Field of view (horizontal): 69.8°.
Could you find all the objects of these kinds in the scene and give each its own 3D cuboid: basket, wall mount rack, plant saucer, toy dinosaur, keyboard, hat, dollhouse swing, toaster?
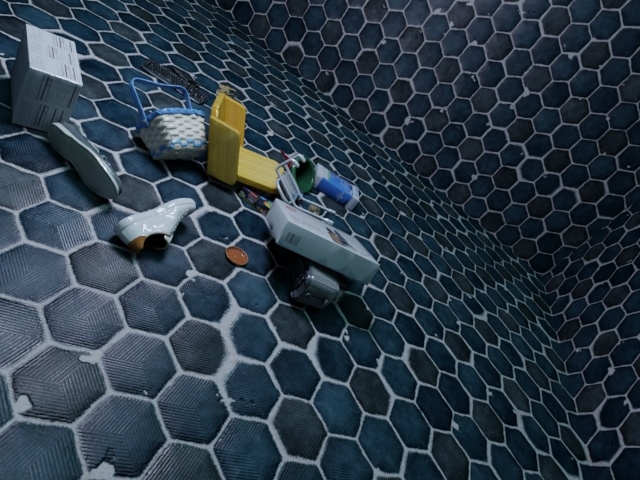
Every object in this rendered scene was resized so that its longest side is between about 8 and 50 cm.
[{"bbox_3d":[-0.559,-0.445,1.692,0.254,0.201,0.289,-13,89,-56],"label":"basket"},{"bbox_3d":[-0.063,-0.196,1.888,0.304,0.130,0.350,62,12,-11],"label":"wall mount rack"},{"bbox_3d":[-0.284,0.053,1.550,0.083,0.013,0.084,29,30,-19],"label":"plant saucer"},{"bbox_3d":[-0.494,-0.803,2.444,0.092,0.053,0.183,33,30,-9],"label":"toy dinosaur"},{"bbox_3d":[-0.683,-0.774,2.209,0.317,0.033,0.202,31,30,-18],"label":"keyboard"},{"bbox_3d":[-0.143,-0.320,2.213,0.209,0.183,0.173,-57,134,-38],"label":"hat"},{"bbox_3d":[-0.284,-0.397,1.870,0.304,0.315,0.347,7,30,-8],"label":"dollhouse swing"},{"bbox_3d":[-0.028,0.137,1.618,0.146,0.129,0.227,28,24,-27],"label":"toaster"}]

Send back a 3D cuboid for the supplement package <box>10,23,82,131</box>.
[{"bbox_3d":[-0.867,-0.501,1.441,0.145,0.204,0.262,11,40,-43],"label":"supplement package"}]

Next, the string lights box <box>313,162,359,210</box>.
[{"bbox_3d":[0.073,-0.275,2.349,0.259,0.077,0.133,30,31,-17],"label":"string lights box"}]

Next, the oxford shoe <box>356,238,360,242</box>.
[{"bbox_3d":[0.146,0.061,2.002,0.076,0.076,0.212,63,19,-22],"label":"oxford shoe"}]

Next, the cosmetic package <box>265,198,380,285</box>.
[{"bbox_3d":[0.000,0.000,1.667,0.377,0.098,0.284,26,10,-22],"label":"cosmetic package"}]

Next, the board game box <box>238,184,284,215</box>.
[{"bbox_3d":[-0.238,-0.187,1.898,0.141,0.048,0.170,40,29,-2],"label":"board game box"}]

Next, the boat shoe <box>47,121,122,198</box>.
[{"bbox_3d":[-0.692,-0.251,1.394,0.319,0.116,0.099,42,33,13],"label":"boat shoe"}]

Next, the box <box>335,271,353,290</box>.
[{"bbox_3d":[0.032,0.075,1.837,0.183,0.059,0.233,25,32,-23],"label":"box"}]

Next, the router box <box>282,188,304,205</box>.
[{"bbox_3d":[-0.138,-0.219,2.067,0.122,0.038,0.092,33,29,-12],"label":"router box"}]

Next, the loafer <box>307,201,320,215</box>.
[{"bbox_3d":[-0.033,-0.132,2.058,0.050,0.056,0.148,32,20,-12],"label":"loafer"}]

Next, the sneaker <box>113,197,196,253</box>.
[{"bbox_3d":[-0.471,-0.037,1.386,0.123,0.106,0.290,52,38,2],"label":"sneaker"}]
